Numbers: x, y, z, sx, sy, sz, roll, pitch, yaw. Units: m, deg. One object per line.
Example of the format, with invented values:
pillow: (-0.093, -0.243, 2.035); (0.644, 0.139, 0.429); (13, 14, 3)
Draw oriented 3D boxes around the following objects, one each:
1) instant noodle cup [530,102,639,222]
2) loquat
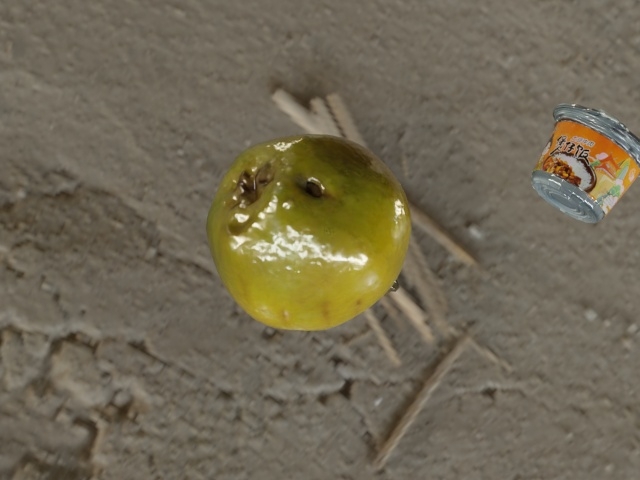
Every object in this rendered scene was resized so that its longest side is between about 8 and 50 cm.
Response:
instant noodle cup: (0.398, -0.107, 1.962); (0.178, 0.208, 0.125); (31, 82, 31)
loquat: (0.000, 0.000, 1.371); (0.246, 0.213, 0.213); (35, 40, -42)
